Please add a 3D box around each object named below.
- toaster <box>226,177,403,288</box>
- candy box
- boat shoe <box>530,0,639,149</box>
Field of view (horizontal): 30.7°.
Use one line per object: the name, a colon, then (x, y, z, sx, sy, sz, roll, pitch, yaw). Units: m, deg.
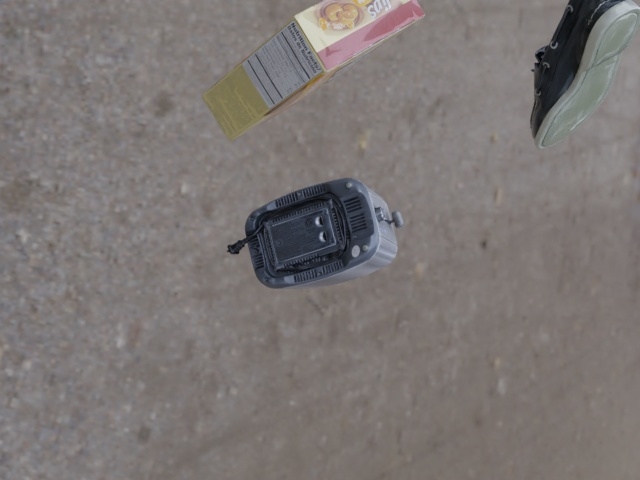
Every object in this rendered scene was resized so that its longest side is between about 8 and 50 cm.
toaster: (0.000, 0.000, 1.629, 0.146, 0.227, 0.129, 15, 58, -67)
candy box: (-0.018, -0.251, 1.602, 0.183, 0.316, 0.087, -34, 94, -30)
boat shoe: (0.390, -0.279, 1.836, 0.127, 0.113, 0.340, -27, 156, -19)
